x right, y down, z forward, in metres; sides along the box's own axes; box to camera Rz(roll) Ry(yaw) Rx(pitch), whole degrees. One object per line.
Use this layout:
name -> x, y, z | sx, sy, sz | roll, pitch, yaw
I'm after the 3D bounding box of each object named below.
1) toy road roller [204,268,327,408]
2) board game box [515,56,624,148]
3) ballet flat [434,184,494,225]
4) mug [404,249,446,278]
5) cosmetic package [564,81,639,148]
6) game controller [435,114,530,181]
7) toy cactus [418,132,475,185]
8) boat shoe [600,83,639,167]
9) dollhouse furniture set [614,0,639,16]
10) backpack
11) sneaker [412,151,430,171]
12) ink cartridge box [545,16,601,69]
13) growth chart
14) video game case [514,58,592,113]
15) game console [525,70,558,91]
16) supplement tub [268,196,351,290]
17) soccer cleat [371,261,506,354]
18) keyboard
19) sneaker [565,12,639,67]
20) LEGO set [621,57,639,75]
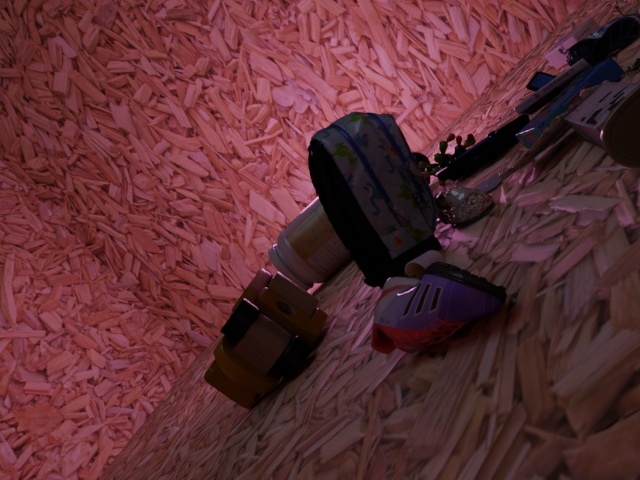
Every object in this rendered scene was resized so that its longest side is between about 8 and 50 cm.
toy road roller -> -0.143, 0.241, 1.789 | 0.240, 0.202, 0.329 | -54, 2, 23
board game box -> 0.525, -0.287, 1.605 | 0.210, 0.047, 0.160 | -43, 3, 1
ballet flat -> 0.289, -0.077, 1.604 | 0.091, 0.077, 0.241 | -44, 5, -10
mug -> 0.193, 0.051, 1.379 | 0.064, 0.062, 0.078 | -37, 6, -34
cosmetic package -> 0.473, -0.206, 1.230 | 0.099, 0.060, 0.239 | -42, 4, 13
game controller -> 0.428, -0.246, 2.010 | 0.166, 0.067, 0.319 | -46, 5, -22
toy cactus -> 0.387, -0.238, 2.282 | 0.219, 0.112, 0.180 | -45, -15, 15
boat shoe -> 0.461, -0.184, 0.881 | 0.302, 0.113, 0.103 | -33, 5, 8
dollhouse furniture set -> 0.770, -0.579, 1.942 | 0.091, 0.081, 0.114 | -41, 5, 32
backpack -> 0.111, -0.102, 1.638 | 0.273, 0.355, 0.290 | -43, 3, -6
sneaker -> 0.245, -0.133, 2.469 | 0.330, 0.122, 0.146 | -47, -13, -28
ink cartridge box -> 0.768, -0.594, 2.249 | 0.104, 0.061, 0.181 | -46, 5, -20
growth chart -> 0.446, -0.209, 1.438 | 0.237, 0.021, 0.172 | -49, -15, 32
video game case -> 0.556, -0.360, 1.787 | 0.183, 0.023, 0.201 | -36, -7, 24
game console -> 0.621, -0.435, 2.003 | 0.107, 0.071, 0.122 | -40, 6, 45
supplement tub -> 0.000, 0.000, 2.535 | 0.316, 0.228, 0.228 | -43, 4, 12
soccer cleat -> 0.154, 0.105, 1.053 | 0.116, 0.108, 0.318 | -66, 12, -13
keyboard -> 0.344, -0.098, 1.746 | 0.072, 0.014, 0.256 | -52, 7, -30
sneaker -> 0.692, -0.479, 1.829 | 0.081, 0.080, 0.211 | -39, 10, -37
LEGO set -> 0.622, -0.342, 1.478 | 0.054, 0.023, 0.083 | -41, -8, 15
